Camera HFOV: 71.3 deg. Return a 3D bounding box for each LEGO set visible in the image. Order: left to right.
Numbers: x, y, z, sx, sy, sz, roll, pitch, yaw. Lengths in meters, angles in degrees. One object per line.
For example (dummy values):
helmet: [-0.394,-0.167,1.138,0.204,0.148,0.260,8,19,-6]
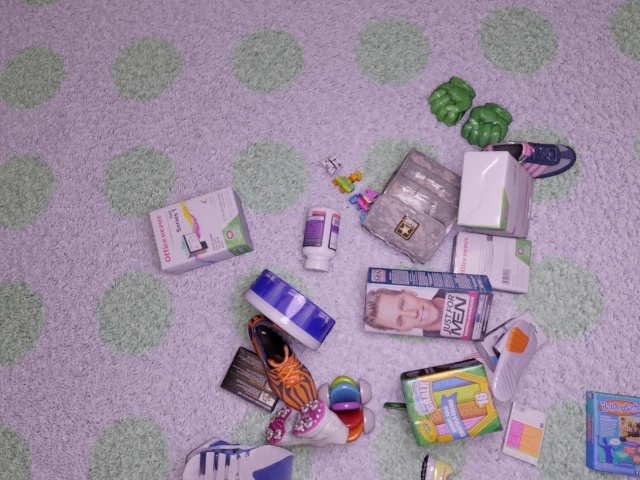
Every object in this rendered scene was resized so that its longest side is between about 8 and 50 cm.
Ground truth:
LEGO set: [0.110,-0.188,1.454,0.093,0.087,0.227,-38,72,-7]

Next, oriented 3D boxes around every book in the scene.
book: [0.586,0.554,1.286,0.096,0.035,0.144,17,79,11]

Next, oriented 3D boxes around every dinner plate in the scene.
dinner plate: [0.478,0.402,1.332,0.141,0.017,0.141,-1,78,5]

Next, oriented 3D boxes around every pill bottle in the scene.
pill bottle: [0.000,0.000,1.406,0.108,0.108,0.193,7,78,5]

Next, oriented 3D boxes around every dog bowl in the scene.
dog bowl: [-0.089,0.199,1.290,0.265,0.265,0.104,36,81,10]

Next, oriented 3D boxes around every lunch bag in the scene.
lunch bag: [0.291,-0.097,1.369,0.235,0.169,0.287,32,82,3]

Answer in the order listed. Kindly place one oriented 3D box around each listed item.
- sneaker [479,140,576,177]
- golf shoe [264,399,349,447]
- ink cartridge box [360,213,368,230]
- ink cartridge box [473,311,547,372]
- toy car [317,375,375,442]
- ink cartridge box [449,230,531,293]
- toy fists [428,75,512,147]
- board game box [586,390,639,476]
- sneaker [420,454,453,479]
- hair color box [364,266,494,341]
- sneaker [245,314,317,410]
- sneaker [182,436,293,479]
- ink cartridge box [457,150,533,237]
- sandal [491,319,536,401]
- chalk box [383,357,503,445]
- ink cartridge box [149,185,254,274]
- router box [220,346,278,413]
sneaker: [0.658,-0.261,1.403,0.319,0.131,0.112,-5,77,3]
golf shoe: [-0.044,0.529,1.234,0.140,0.306,0.115,37,52,-16]
ink cartridge box: [0.174,-0.063,1.448,0.083,0.028,0.048,-10,78,2]
ink cartridge box: [0.561,0.299,1.319,0.180,0.060,0.104,-28,77,-11]
toy car: [0.074,0.485,1.282,0.159,0.136,0.182,-6,78,3]
ink cartridge box: [0.513,0.069,1.362,0.219,0.092,0.160,9,80,6]
toy fists: [0.487,-0.418,1.468,0.279,0.096,0.142,40,84,9]
board game box: [0.843,0.544,1.260,0.160,0.047,0.210,6,79,6]
sneaker: [0.325,0.719,1.244,0.094,0.081,0.208,11,79,4]
hair color box: [0.305,0.185,1.301,0.347,0.105,0.173,3,115,7]
sneaker: [-0.106,0.358,1.244,0.125,0.180,0.321,-35,95,-13]
sneaker: [-0.245,0.629,1.284,0.316,0.182,0.127,12,79,-23]
ink cartridge box: [0.523,-0.119,1.308,0.119,0.353,0.207,6,88,36]
sandal: [0.506,0.321,1.223,0.102,0.076,0.265,52,56,-9]
chalk box: [0.323,0.451,1.245,0.289,0.180,0.179,-15,77,9]
ink cartridge box: [-0.381,-0.028,1.435,0.278,0.117,0.201,-17,77,1]
router box: [-0.196,0.422,1.361,0.179,0.046,0.133,25,80,8]
